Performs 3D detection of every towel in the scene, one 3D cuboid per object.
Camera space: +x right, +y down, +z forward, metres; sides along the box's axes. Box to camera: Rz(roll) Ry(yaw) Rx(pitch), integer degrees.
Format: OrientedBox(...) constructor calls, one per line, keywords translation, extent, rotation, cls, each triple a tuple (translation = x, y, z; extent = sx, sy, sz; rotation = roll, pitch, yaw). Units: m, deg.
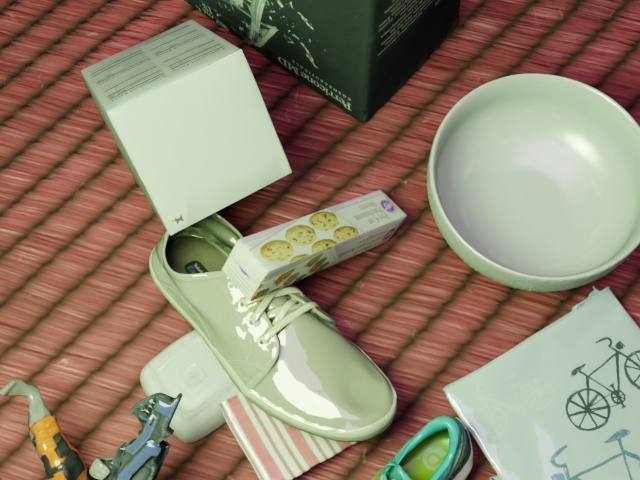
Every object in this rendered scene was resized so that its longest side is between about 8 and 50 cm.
OrientedBox(translation=(-0.027, 0.248, 1.227), extent=(0.197, 0.029, 0.144), rotation=(-26, 70, -21), cls="towel")

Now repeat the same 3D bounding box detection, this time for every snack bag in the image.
OrientedBox(translation=(0.380, 0.272, 1.222), extent=(0.323, 0.037, 0.342), rotation=(-30, 67, -12), cls="snack bag")

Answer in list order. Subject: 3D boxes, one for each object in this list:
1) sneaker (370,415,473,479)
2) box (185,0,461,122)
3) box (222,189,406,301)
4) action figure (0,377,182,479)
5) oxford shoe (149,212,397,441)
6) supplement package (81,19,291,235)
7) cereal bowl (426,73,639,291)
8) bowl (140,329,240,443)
OrientedBox(translation=(0.094, 0.338, 1.152), extent=(0.107, 0.110, 0.275), rotation=(35, 74, 28), cls="sneaker")
OrientedBox(translation=(-0.023, -0.516, 1.329), extent=(0.480, 0.472, 0.297), rotation=(37, 73, 15), cls="box")
OrientedBox(translation=(0.000, 0.000, 1.234), extent=(0.067, 0.063, 0.324), rotation=(48, 39, 18), cls="box")
OrientedBox(translation=(-0.285, 0.310, 1.149), extent=(0.330, 0.178, 0.341), rotation=(33, 96, 9), cls="action figure")
OrientedBox(translation=(-0.078, 0.108, 1.212), extent=(0.449, 0.130, 0.169), rotation=(40, 50, 24), cls="oxford shoe")
OrientedBox(translation=(-0.202, -0.175, 1.273), extent=(0.198, 0.199, 0.262), rotation=(-28, 30, -10), cls="supplement package")
OrientedBox(translation=(0.324, -0.074, 1.313), extent=(0.339, 0.141, 0.339), rotation=(-1, 67, 1), cls="cereal bowl")
OrientedBox(translation=(-0.181, 0.202, 1.254), extent=(0.142, 0.053, 0.142), rotation=(-36, 70, -12), cls="bowl")
